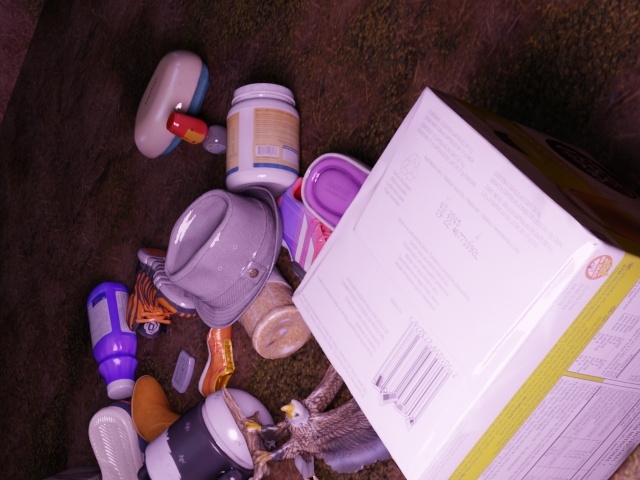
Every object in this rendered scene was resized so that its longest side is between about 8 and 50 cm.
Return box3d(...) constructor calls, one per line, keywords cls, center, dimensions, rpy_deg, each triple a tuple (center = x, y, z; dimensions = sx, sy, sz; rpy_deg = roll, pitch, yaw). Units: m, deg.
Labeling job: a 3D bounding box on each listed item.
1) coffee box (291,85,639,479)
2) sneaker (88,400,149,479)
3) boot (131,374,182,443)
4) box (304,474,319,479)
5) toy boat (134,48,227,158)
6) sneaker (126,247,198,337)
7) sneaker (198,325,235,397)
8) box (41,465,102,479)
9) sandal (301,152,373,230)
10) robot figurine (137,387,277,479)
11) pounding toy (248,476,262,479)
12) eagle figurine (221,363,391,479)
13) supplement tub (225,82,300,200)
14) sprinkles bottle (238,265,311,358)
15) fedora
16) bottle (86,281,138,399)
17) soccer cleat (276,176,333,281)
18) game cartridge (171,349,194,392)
box3d(cls="coffee box", center=(0.236, 0.070, 1.148), dimensions=(0.338, 0.335, 0.337), rpy_deg=(-59, 40, 22))
box3d(cls="sneaker", center=(-0.418, 0.518, 2.078), dimensions=(0.148, 0.131, 0.349), rpy_deg=(-48, -44, -77))
box3d(cls="boot", center=(-0.286, 0.388, 1.953), dimensions=(0.211, 0.104, 0.295), rpy_deg=(-34, 60, 37))
box3d(cls="box", center=(-0.004, 0.501, 1.526), dimensions=(0.164, 0.021, 0.201), rpy_deg=(43, 124, 23))
box3d(cls="toy boat", center=(-0.306, -0.280, 2.129), dimensions=(0.267, 0.148, 0.318), rpy_deg=(-62, 32, 13))
box3d(cls="sneaker", center=(-0.339, 0.145, 2.075), dimensions=(0.321, 0.125, 0.180), rpy_deg=(38, 115, 61))
box3d(cls="sneaker", center=(-0.197, 0.237, 1.910), dimensions=(0.068, 0.064, 0.175), rpy_deg=(10, 94, 33))
box3d(cls="box", center=(-0.540, 0.564, 2.091), dimensions=(0.275, 0.113, 0.094), rpy_deg=(92, 177, -84))
box3d(cls="sandal", center=(0.098, -0.032, 1.510), dimensions=(0.416, 0.102, 0.169), rpy_deg=(24, 99, 43))
box3d(cls="robot figurine", center=(-0.208, 0.397, 1.739), dimensions=(0.278, 0.173, 0.209), rpy_deg=(-41, 67, 10))
box3d(cls="pounding toy", center=(-0.155, 0.538, 1.683), dimensions=(0.155, 0.154, 0.269), rpy_deg=(38, 110, 50))
box3d(cls="eagle figurine", center=(0.004, 0.281, 1.555), dimensions=(0.298, 0.225, 0.226), rpy_deg=(-31, 94, 6))
box3d(cls="supplement tub", center=(-0.111, -0.188, 1.825), dimensions=(0.144, 0.144, 0.199), rpy_deg=(-19, 66, 49))
box3d(cls="sprinkles bottle", center=(-0.139, 0.072, 1.813), dimensions=(0.121, 0.121, 0.355), rpy_deg=(-61, 40, 22))
box3d(cls="fedora", center=(-0.193, 0.014, 1.707), dimensions=(0.275, 0.124, 0.243), rpy_deg=(-50, 42, 17))
box3d(cls="bottle", center=(-0.493, 0.240, 2.253), dimensions=(0.118, 0.092, 0.282), rpy_deg=(-46, 48, 36))
box3d(cls="soccer cleat", center=(0.000, 0.000, 1.667), dimensions=(0.116, 0.109, 0.318), rpy_deg=(-59, 37, 15))
box3d(cls="game cartridge", center=(-0.299, 0.286, 2.052), dimensions=(0.056, 0.017, 0.083), rpy_deg=(31, 105, 55))
